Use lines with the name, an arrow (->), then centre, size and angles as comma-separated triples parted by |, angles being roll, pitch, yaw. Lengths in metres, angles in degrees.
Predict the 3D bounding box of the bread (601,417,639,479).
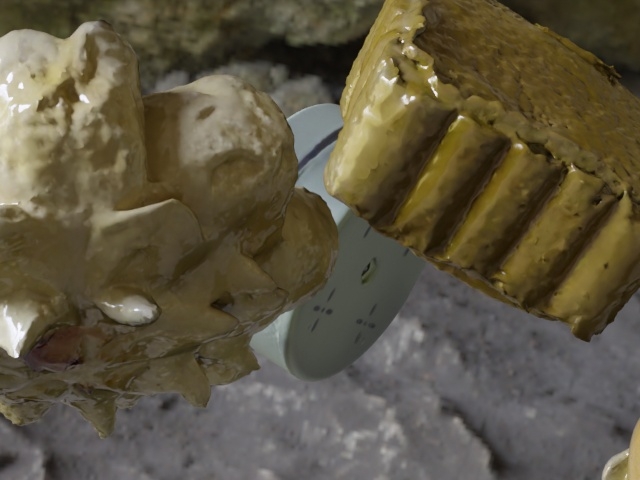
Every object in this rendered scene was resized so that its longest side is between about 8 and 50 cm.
bread -> 0.465, 0.290, 1.305 | 0.348, 0.376, 0.253 | -18, 34, -20

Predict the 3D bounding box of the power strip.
power strip -> 0.000, 0.000, 1.788 | 0.161, 0.357, 0.357 | 31, 26, 24

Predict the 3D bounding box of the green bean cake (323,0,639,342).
green bean cake -> 0.121, -0.060, 0.929 | 0.230, 0.131, 0.224 | 29, 27, -7

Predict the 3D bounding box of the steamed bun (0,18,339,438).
steamed bun -> -0.126, 0.025, 0.735 | 0.292, 0.295, 0.137 | 4, 58, -27
